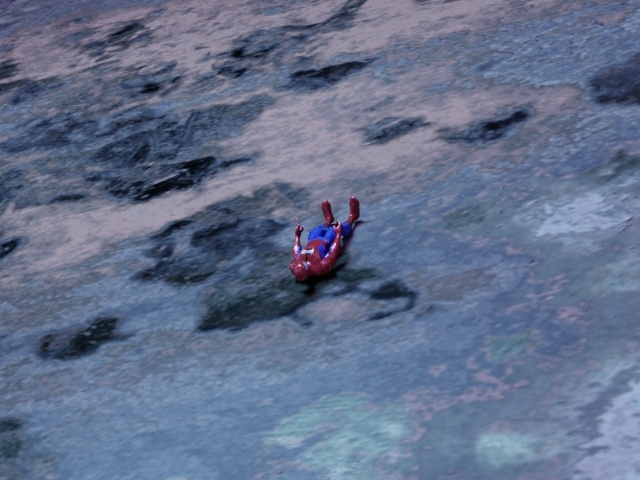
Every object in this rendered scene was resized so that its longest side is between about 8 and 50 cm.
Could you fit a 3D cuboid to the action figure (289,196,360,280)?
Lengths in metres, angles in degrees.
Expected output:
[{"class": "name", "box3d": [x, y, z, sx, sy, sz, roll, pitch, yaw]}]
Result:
[{"class": "action figure", "box3d": [0.000, 0.000, 1.304, 0.038, 0.030, 0.115, -2, 28, 18]}]
